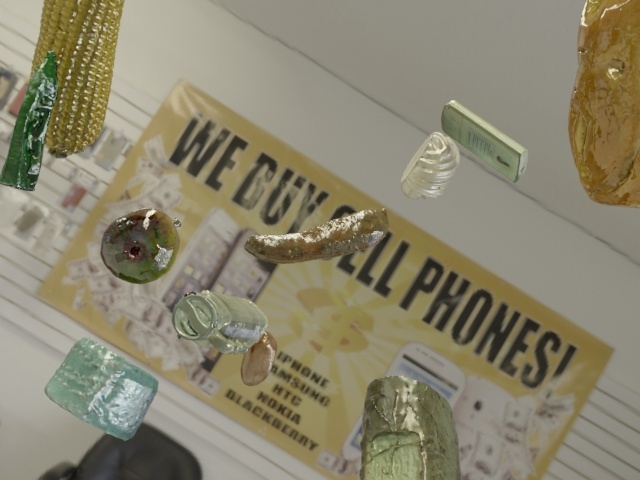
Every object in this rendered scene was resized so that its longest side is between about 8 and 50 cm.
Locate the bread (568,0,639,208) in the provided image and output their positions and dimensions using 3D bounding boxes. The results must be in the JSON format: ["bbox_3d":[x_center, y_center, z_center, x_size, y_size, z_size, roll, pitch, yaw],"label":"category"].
[{"bbox_3d":[0.476,-0.195,0.874,0.337,0.328,0.148,3,6,-2],"label":"bread"}]

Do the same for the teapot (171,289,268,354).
[{"bbox_3d":[-0.144,0.135,1.134,0.107,0.077,0.200,46,6,18],"label":"teapot"}]

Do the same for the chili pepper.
[{"bbox_3d":[-0.454,-0.191,1.174,0.059,0.227,0.088,15,4,-22],"label":"chili pepper"}]

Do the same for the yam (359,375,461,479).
[{"bbox_3d":[0.124,0.332,1.040,0.154,0.254,0.154,4,-38,3],"label":"yam"}]

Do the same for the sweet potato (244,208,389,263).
[{"bbox_3d":[0.000,0.000,1.323,0.273,0.075,0.075,-13,0,-16],"label":"sweet potato"}]

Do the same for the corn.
[{"bbox_3d":[-0.421,-0.331,1.279,0.144,0.387,0.144,15,22,-6],"label":"corn"}]

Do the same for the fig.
[{"bbox_3d":[-0.327,-0.008,1.421,0.149,0.149,0.245,32,13,-6],"label":"fig"}]

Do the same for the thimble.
[{"bbox_3d":[-0.437,0.298,1.496,0.198,0.143,0.235,29,-15,2],"label":"thimble"}]

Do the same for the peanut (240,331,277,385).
[{"bbox_3d":[-0.144,0.275,1.716,0.076,0.152,0.076,14,25,-7],"label":"peanut"}]

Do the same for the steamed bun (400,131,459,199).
[{"bbox_3d":[0.275,-0.173,1.813,0.106,0.183,0.183,32,-5,-5],"label":"steamed bun"}]

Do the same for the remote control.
[{"bbox_3d":[0.366,-0.225,1.670,0.233,0.038,0.098,43,-20,29],"label":"remote control"}]
